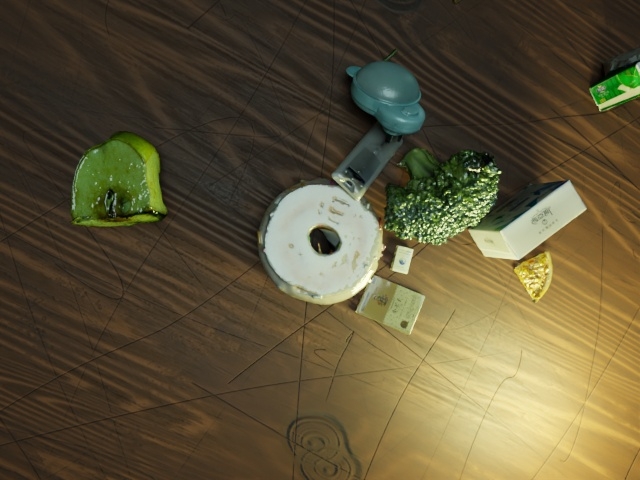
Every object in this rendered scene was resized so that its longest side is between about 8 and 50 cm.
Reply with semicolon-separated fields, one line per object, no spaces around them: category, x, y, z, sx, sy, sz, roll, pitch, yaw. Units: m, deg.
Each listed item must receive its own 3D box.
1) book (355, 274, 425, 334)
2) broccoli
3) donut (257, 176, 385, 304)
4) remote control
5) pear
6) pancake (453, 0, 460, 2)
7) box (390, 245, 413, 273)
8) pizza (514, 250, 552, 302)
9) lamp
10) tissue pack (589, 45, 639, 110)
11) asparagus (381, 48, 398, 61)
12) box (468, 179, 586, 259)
book;0.227;0.207;1.496;0.199;0.016;0.138;23;88;-8
broccoli;0.368;-0.141;1.383;0.339;0.277;0.317;-7;54;26
donut;0.000;0.000;1.392;0.384;0.142;0.381;0;92;-9
remote control;0.155;-0.255;1.392;0.109;0.055;0.313;43;55;-8
pear;-0.570;-0.169;1.298;0.239;0.164;0.255;-9;88;2
pancake;0.402;-0.867;1.489;0.191;0.020;0.183;7;92;-9
box;0.263;0.062;1.494;0.054;0.024;0.083;15;88;-11
pizza;0.719;0.110;1.556;0.131;0.041;0.178;26;88;-7
lamp;0.205;-0.427;1.374;0.210;0.147;0.283;-11;73;-22
tissue pack;1.005;-0.537;1.496;0.148;0.209;0.156;-27;93;-6
asparagus;0.200;-0.570;1.470;0.114;0.014;0.015;-40;63;-6
box;0.642;-0.066;1.457;0.274;0.203;0.116;-35;96;-6
